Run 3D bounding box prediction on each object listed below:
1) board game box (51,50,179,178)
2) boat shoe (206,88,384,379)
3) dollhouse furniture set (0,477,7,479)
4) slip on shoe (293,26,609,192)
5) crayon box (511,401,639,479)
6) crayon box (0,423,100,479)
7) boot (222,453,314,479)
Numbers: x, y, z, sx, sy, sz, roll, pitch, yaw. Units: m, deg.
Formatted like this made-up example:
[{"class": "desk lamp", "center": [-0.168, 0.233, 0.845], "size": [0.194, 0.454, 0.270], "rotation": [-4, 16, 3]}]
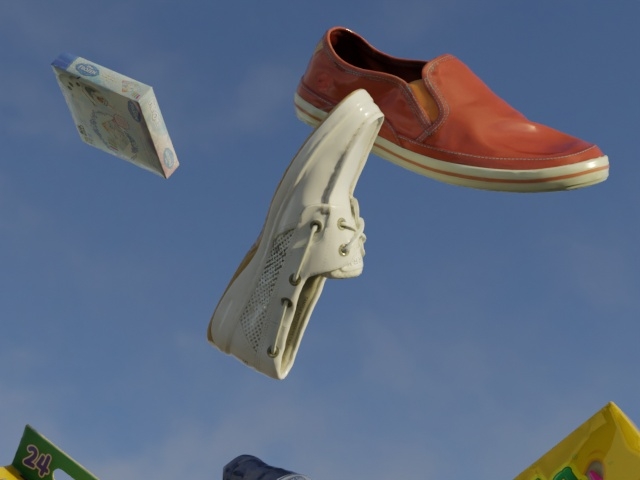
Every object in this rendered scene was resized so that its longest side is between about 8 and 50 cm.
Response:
[{"class": "board game box", "center": [-0.159, -0.097, 1.121], "size": [0.090, 0.020, 0.090], "rotation": [25, -29, 26]}, {"class": "boat shoe", "center": [0.000, 0.000, 1.286], "size": [0.277, 0.096, 0.098], "rotation": [-63, -17, 20]}, {"class": "dollhouse furniture set", "center": [-0.383, 0.280, 1.323], "size": [0.242, 0.161, 0.212], "rotation": [-26, -53, 1]}, {"class": "slip on shoe", "center": [0.119, -0.122, 1.366], "size": [0.123, 0.331, 0.101], "rotation": [-20, -53, -53]}, {"class": "crayon box", "center": [0.277, 0.411, 1.549], "size": [0.363, 0.313, 0.106], "rotation": [-40, -30, 7]}, {"class": "crayon box", "center": [-0.320, 0.387, 1.525], "size": [0.083, 0.203, 0.323], "rotation": [-7, -55, -59]}, {"class": "boot", "center": [-0.014, 0.246, 1.072], "size": [0.069, 0.190, 0.086], "rotation": [-26, 23, -28]}]
